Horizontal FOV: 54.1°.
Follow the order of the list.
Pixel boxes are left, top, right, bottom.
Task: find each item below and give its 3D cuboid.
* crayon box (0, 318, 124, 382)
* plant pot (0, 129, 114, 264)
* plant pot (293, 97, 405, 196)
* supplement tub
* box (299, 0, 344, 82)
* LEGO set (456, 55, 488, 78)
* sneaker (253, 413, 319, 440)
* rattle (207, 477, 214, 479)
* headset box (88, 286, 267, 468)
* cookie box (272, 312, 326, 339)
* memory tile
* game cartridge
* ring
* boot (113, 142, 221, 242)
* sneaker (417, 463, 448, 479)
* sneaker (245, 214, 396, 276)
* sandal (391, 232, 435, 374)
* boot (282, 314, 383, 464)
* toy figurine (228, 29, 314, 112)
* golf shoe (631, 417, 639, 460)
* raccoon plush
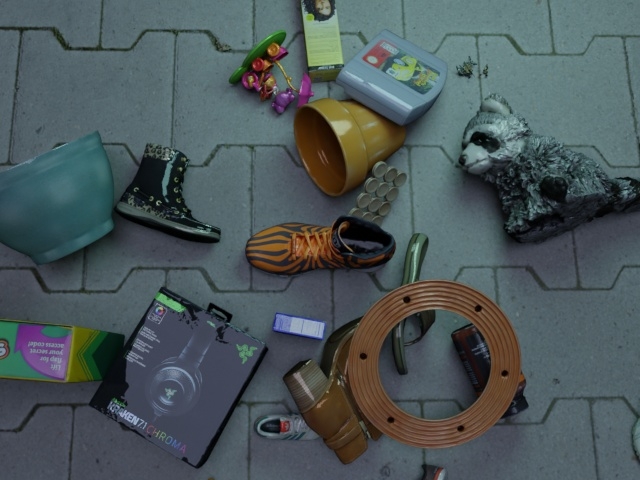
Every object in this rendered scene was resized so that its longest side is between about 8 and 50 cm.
[{"bbox_3d":[-0.590,0.199,1.166,0.362,0.313,0.106,4,77,-2],"label":"crayon box"},{"bbox_3d":[-0.541,-0.073,1.267,0.292,0.293,0.196,-26,106,-8],"label":"plant pot"},{"bbox_3d":[0.074,-0.225,1.358,0.187,0.205,0.205,-26,79,-23],"label":"plant pot"},{"bbox_3d":[0.355,0.263,1.296,0.106,0.106,0.198,-21,79,-7],"label":"supplement tub"},{"bbox_3d":[0.001,-0.492,1.474,0.087,0.058,0.233,-7,78,-4],"label":"box"},{"bbox_3d":[0.358,-0.405,1.490,0.083,0.023,0.054,22,79,-11],"label":"LEGO set"},{"bbox_3d":[-0.057,0.379,1.268,0.161,0.075,0.057,0,78,-2],"label":"sneaker"},{"bbox_3d":[-0.264,0.590,1.220,0.199,0.130,0.143,-45,70,16],"label":"rattle"},{"bbox_3d":[-0.268,0.262,1.258,0.246,0.131,0.283,30,77,4],"label":"headset box"},{"bbox_3d":[-0.043,0.180,1.306,0.107,0.092,0.040,11,80,-1],"label":"cookie box"},{"bbox_3d":[0.123,-0.094,1.350,0.012,0.113,0.148,40,108,41],"label":"memory tile"},{"bbox_3d":[0.172,-0.361,1.376,0.196,0.060,0.294,34,43,2],"label":"game cartridge"},{"bbox_3d":[0.221,0.240,1.224,0.336,0.032,0.337,0,95,2],"label":"ring"},{"bbox_3d":[-0.308,-0.102,1.362,0.236,0.085,0.179,17,75,2],"label":"boot"},{"bbox_3d":[0.206,0.529,1.266,0.064,0.061,0.158,15,75,29],"label":"sneaker"},{"bbox_3d":[0.000,0.000,1.301,0.320,0.180,0.125,-3,77,-3],"label":"sneaker"},{"bbox_3d":[0.202,0.130,1.307,0.086,0.120,0.303,11,76,11],"label":"sandal"},{"bbox_3d":[0.084,0.292,1.282,0.283,0.109,0.220,-36,94,-31],"label":"boot"},{"bbox_3d":[-0.096,-0.357,1.424,0.173,0.130,0.159,-39,91,12],"label":"toy figurine"},{"bbox_3d":[0.699,0.381,1.294,0.069,0.086,0.176,13,79,-1],"label":"golf shoe"},{"bbox_3d":[0.511,-0.169,1.401,0.446,0.216,0.299,-2,60,-32],"label":"raccoon plush"}]
